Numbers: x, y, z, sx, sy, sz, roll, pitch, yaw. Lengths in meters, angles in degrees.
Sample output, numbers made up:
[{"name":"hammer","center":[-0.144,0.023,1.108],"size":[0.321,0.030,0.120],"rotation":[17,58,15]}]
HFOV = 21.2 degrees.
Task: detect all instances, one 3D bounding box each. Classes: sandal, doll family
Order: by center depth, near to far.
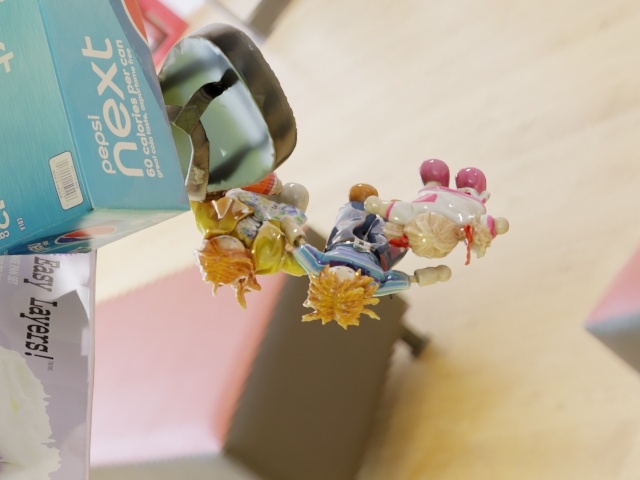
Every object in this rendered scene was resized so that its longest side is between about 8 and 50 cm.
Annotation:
[{"name":"sandal","center":[-0.090,-0.060,1.071],"size":[0.054,0.097,0.254],"rotation":[-39,6,-29]},{"name":"doll family","center":[0.000,0.000,1.236],"size":[0.163,0.263,0.118],"rotation":[-56,-22,-65]}]

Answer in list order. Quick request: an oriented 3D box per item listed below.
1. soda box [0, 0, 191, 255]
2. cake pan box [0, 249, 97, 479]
[{"name":"soda box","center":[-0.126,-0.102,0.747],"size":[0.067,0.210,0.071],"rotation":[-20,-10,31]},{"name":"cake pan box","center":[-0.216,0.050,0.708],"size":[0.267,0.245,0.070],"rotation":[-100,27,-64]}]
